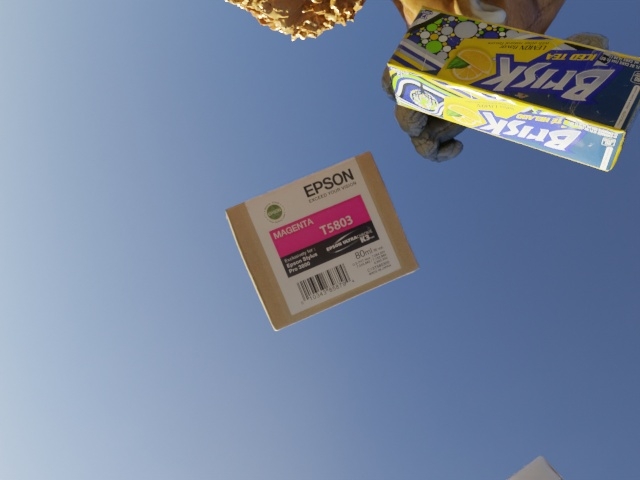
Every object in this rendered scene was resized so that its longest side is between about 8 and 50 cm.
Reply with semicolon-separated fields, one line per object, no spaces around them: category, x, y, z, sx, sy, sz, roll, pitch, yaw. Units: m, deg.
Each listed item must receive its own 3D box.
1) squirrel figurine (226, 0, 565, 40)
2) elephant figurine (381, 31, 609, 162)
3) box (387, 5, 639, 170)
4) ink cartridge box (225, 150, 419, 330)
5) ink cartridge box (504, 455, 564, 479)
squirrel figurine;0.055;-0.323;0.562;0.281;0.397;0.370;172;-104;-81
elephant figurine;0.214;-0.215;0.716;0.240;0.169;0.185;-30;-110;21
box;0.138;-0.112;0.399;0.169;0.054;0.059;25;-102;25
ink cartridge box;0.000;0.000;0.828;0.088;0.235;0.193;165;-98;-83
ink cartridge box;0.222;0.335;0.670;0.063;0.109;0.150;53;-31;29
